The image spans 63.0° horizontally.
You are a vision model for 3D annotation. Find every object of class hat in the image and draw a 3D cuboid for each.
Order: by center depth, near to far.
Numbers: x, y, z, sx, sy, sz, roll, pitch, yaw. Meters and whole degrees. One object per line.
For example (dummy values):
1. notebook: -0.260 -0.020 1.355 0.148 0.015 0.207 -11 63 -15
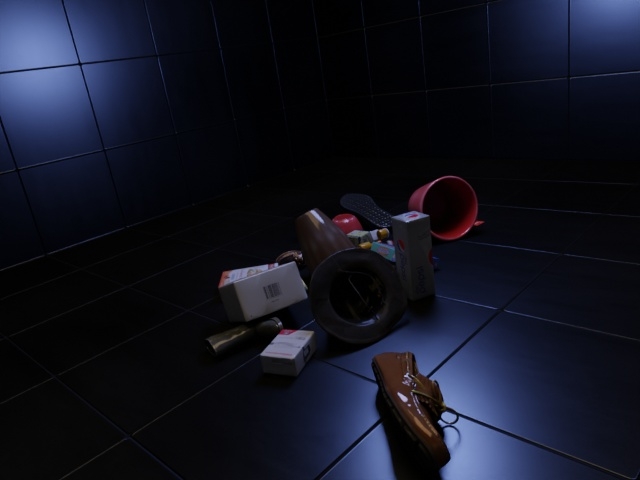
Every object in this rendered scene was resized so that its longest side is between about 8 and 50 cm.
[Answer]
1. hat: 0.100 0.188 1.657 0.331 0.331 0.134 -19 -18 -27

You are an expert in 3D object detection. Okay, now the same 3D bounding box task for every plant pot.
1. plant pot: 0.000 0.000 2.032 0.215 0.230 0.215 -31 -6 -4
2. plant pot: 0.526 -0.147 2.332 0.274 0.275 0.243 -12 8 -10

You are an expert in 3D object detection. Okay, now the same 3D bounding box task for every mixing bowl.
1. mixing bowl: 0.118 -0.069 2.514 0.181 0.098 0.181 -7 18 2

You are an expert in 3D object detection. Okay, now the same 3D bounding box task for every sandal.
1. sandal: 0.230 -0.121 2.642 0.167 0.107 0.446 -15 32 -20

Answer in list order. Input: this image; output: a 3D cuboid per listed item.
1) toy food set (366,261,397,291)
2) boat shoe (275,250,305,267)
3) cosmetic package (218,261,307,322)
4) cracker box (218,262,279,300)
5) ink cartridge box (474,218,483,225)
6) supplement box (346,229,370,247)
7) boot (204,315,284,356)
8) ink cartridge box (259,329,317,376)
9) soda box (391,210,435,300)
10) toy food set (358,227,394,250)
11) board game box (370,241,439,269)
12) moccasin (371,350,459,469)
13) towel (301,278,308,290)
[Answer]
1. toy food set: 0.148 0.144 1.916 0.219 0.093 0.306 3 13 32
2. boat shoe: -0.085 0.077 2.215 0.206 0.073 0.073 -16 18 -19
3. cosmetic package: -0.200 0.177 1.771 0.224 0.138 0.224 -18 -3 -26
4. cracker box: -0.276 0.162 2.065 0.232 0.067 0.156 -9 19 -1
5. ink cartridge box: 0.694 -0.097 2.430 0.062 0.029 0.115 -23 23 -37
6. supplement box: 0.171 -0.007 2.367 0.083 0.056 0.083 8 25 40
7. boot: -0.238 0.300 1.630 0.208 0.076 0.189 -13 4 -33
8. ink cartridge box: -0.090 0.322 1.511 0.109 0.063 0.150 0 21 24
9. soda box: 0.316 0.052 1.766 0.098 0.286 0.091 -15 19 -22
10. toy food set: 0.253 0.016 2.143 0.104 0.111 0.232 -17 -15 -23
11. board game box: 0.321 0.057 1.994 0.210 0.047 0.160 10 7 -32
12. moccasin: 0.219 0.360 1.171 0.146 0.139 0.380 -18 9 0
13. towel: -0.136 0.167 1.956 0.152 0.023 0.113 -20 60 -29
